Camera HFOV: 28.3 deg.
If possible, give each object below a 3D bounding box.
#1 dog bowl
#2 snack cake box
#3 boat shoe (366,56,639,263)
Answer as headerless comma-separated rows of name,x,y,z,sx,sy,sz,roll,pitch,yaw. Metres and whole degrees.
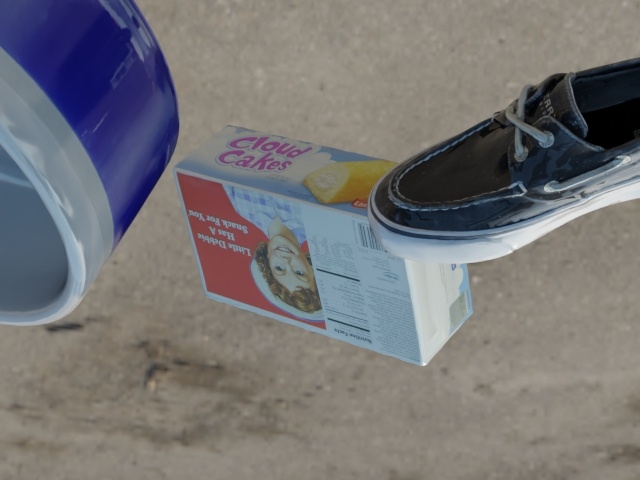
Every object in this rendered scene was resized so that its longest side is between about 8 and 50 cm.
dog bowl,-0.208,-0.078,0.643,0.264,0.104,0.265,21,148,14
snack cake box,0.000,0.000,1.164,0.264,0.089,0.152,16,133,35
boat shoe,0.170,-0.070,0.895,0.301,0.108,0.102,-13,142,12
